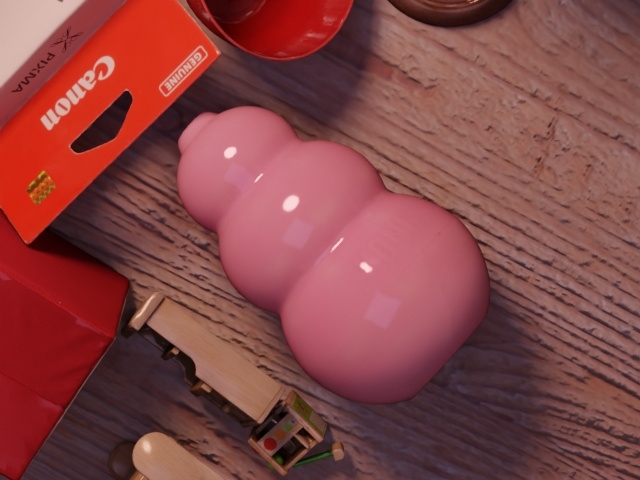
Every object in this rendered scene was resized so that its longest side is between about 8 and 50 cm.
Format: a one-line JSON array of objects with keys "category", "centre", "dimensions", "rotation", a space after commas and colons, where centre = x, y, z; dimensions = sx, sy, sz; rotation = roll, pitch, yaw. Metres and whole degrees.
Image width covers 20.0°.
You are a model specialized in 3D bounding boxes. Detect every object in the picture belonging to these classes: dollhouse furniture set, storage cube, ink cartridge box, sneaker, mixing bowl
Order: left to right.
[{"category": "storage cube", "centre": [-0.317, 0.084, 1.765], "dimensions": [0.193, 0.215, 0.184], "rotation": [32, 102, -9]}, {"category": "ink cartridge box", "centre": [-0.264, -0.173, 1.727], "dimensions": [0.275, 0.060, 0.239], "rotation": [-43, 66, 12]}, {"category": "sneaker", "centre": [-0.246, -0.172, 1.784], "dimensions": [0.053, 0.059, 0.144], "rotation": [1, 84, 26]}, {"category": "dollhouse furniture set", "centre": [-0.176, 0.197, 1.778], "dimensions": [0.161, 0.212, 0.242], "rotation": [38, 76, -5]}, {"category": "mixing bowl", "centre": [-0.065, -0.255, 1.705], "dimensions": [0.181, 0.098, 0.181], "rotation": [0, 91, -34]}]

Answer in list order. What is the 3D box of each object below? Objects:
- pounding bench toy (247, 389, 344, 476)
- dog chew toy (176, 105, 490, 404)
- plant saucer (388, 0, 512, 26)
[{"category": "pounding bench toy", "centre": [-0.024, 0.208, 1.841], "dimensions": [0.083, 0.052, 0.065], "rotation": [45, 102, -5]}, {"category": "dog chew toy", "centre": [0.000, 0.000, 1.727], "dimensions": [0.332, 0.206, 0.206], "rotation": [42, 102, 4]}, {"category": "plant saucer", "centre": [0.124, -0.287, 1.735], "dimensions": [0.168, 0.029, 0.168], "rotation": [1, 103, 4]}]
